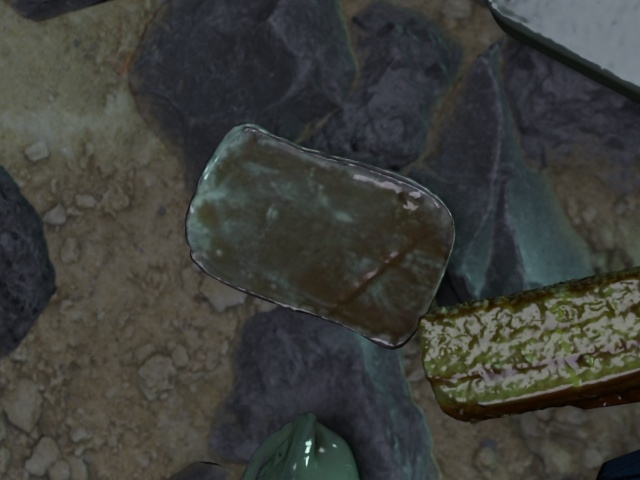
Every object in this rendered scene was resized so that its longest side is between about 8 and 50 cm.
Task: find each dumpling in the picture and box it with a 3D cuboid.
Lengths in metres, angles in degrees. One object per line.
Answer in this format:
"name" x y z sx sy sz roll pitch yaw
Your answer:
"dumpling" -0.033 0.269 1.053 0.149 0.105 0.217 -1 90 18

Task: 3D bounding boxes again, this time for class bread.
"bread" 0.217 0.091 0.933 0.234 0.184 0.111 -14 79 18

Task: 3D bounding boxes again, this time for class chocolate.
"chocolate" 0.001 -0.001 1.058 0.254 0.080 0.157 21 81 15

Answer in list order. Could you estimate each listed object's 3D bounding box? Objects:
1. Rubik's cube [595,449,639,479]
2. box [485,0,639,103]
"Rubik's cube" 0.347 0.256 0.878 0.205 0.205 0.207 -23 84 17
"box" 0.369 -0.277 0.935 0.373 0.090 0.367 32 98 16
